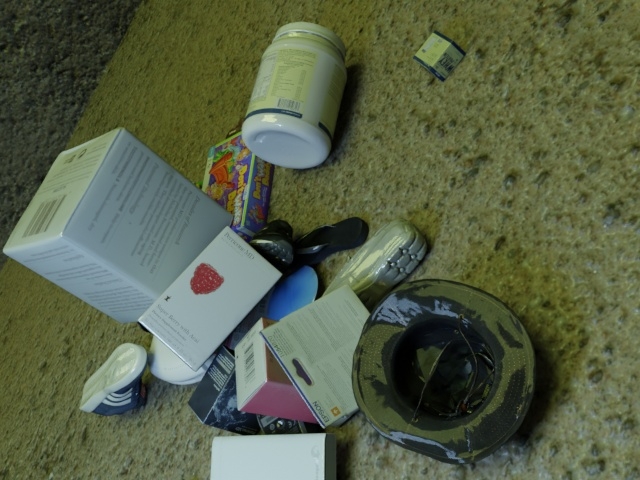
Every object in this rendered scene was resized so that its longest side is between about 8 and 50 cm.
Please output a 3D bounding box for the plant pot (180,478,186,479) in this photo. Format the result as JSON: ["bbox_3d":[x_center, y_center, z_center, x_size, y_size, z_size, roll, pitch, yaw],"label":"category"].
[{"bbox_3d":[-0.327,0.608,1.696,0.083,0.083,0.079,19,69,52],"label":"plant pot"}]

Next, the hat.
[{"bbox_3d":[0.227,0.226,1.267,0.332,0.134,0.331,-9,73,30],"label":"hat"}]

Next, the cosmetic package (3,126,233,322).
[{"bbox_3d":[-0.514,-0.020,1.870,0.330,0.394,0.327,-10,51,42],"label":"cosmetic package"}]

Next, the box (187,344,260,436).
[{"bbox_3d":[-0.186,0.344,1.634,0.093,0.156,0.158,33,93,51],"label":"box"}]

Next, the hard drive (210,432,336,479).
[{"bbox_3d":[-0.102,0.497,1.460,0.308,0.040,0.202,-13,68,36],"label":"hard drive"}]

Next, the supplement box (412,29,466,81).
[{"bbox_3d":[0.277,-0.433,1.693,0.083,0.056,0.083,-51,39,12],"label":"supplement box"}]

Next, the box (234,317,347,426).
[{"bbox_3d":[-0.040,0.265,1.440,0.127,0.233,0.148,-51,35,38],"label":"box"}]

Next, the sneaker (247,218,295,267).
[{"bbox_3d":[-0.116,-0.007,1.770,0.124,0.107,0.283,-60,15,-15],"label":"sneaker"}]

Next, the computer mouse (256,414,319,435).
[{"bbox_3d":[-0.060,0.417,1.526,0.189,0.072,0.272,-34,57,27],"label":"computer mouse"}]

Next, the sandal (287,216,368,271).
[{"bbox_3d":[0.000,-0.001,1.728,0.255,0.055,0.097,-26,49,36],"label":"sandal"}]

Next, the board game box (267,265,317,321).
[{"bbox_3d":[-0.057,0.140,1.722,0.169,0.033,0.133,-35,40,27],"label":"board game box"}]

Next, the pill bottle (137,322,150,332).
[{"bbox_3d":[-0.493,0.161,2.123,0.122,0.123,0.219,-49,39,14],"label":"pill bottle"}]

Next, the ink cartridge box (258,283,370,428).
[{"bbox_3d":[0.026,0.220,1.379,0.223,0.224,0.045,54,148,18],"label":"ink cartridge box"}]

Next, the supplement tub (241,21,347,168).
[{"bbox_3d":[-0.060,-0.378,1.891,0.236,0.235,0.324,-10,60,45],"label":"supplement tub"}]

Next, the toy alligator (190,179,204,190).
[{"bbox_3d":[-0.358,-0.163,2.231,0.051,0.056,0.190,-55,38,7],"label":"toy alligator"}]

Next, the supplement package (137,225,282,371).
[{"bbox_3d":[-0.255,0.139,1.684,0.293,0.177,0.175,-49,0,-14],"label":"supplement package"}]

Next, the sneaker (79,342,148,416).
[{"bbox_3d":[-0.525,0.390,1.980,0.350,0.148,0.131,-36,39,43],"label":"sneaker"}]

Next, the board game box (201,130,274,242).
[{"bbox_3d":[-0.244,-0.146,2.076,0.233,0.078,0.346,-20,53,39],"label":"board game box"}]

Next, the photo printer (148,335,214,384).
[{"bbox_3d":[-0.336,0.228,1.916,0.256,0.107,0.307,-12,58,43],"label":"photo printer"}]

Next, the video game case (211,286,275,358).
[{"bbox_3d":[-0.218,0.197,1.788,0.184,0.023,0.201,7,67,9],"label":"video game case"}]

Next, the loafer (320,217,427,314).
[{"bbox_3d":[0.090,0.084,1.539,0.319,0.112,0.111,-44,35,8],"label":"loafer"}]

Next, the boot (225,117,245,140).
[{"bbox_3d":[-0.241,-0.313,2.219,0.106,0.037,0.114,-52,43,14],"label":"boot"}]
